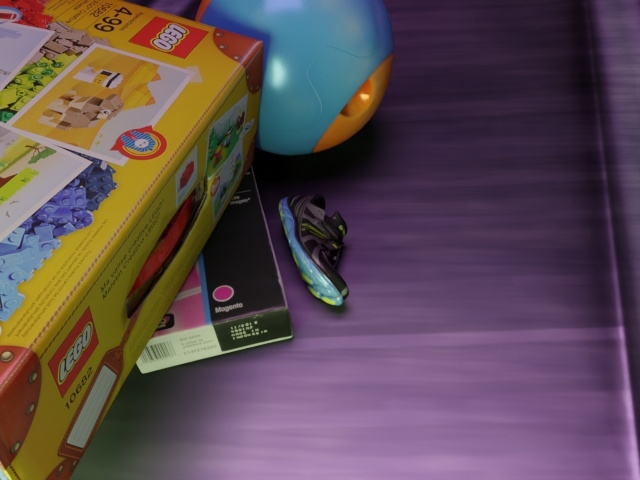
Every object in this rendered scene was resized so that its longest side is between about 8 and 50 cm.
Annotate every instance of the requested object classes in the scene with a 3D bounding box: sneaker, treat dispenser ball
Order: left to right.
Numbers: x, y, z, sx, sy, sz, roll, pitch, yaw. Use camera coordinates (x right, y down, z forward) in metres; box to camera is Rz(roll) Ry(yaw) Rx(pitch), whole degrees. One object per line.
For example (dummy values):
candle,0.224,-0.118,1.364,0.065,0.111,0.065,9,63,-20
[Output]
treat dispenser ball,-0.039,-0.267,0.840,0.288,0.288,0.288,-3,45,3
sneaker,0.000,0.000,0.725,0.078,0.067,0.188,-18,43,-3

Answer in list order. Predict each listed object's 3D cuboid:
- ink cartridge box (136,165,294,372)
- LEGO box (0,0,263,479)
ink cartridge box,-0.158,-0.011,0.762,0.176,0.069,0.371,-13,43,-6
LEGO box,-0.319,-0.053,0.587,0.372,0.193,0.500,17,48,4
